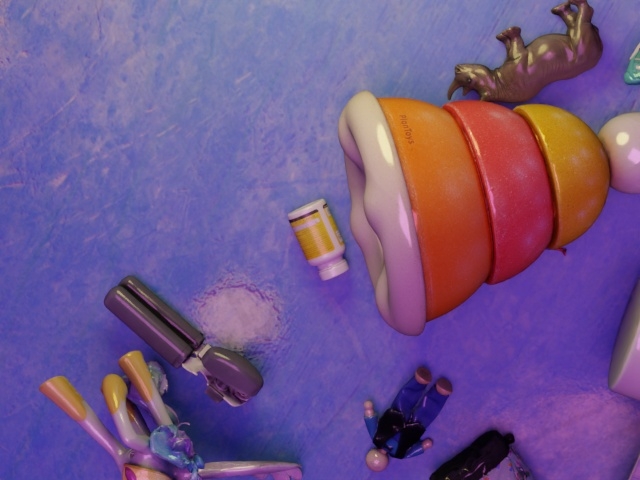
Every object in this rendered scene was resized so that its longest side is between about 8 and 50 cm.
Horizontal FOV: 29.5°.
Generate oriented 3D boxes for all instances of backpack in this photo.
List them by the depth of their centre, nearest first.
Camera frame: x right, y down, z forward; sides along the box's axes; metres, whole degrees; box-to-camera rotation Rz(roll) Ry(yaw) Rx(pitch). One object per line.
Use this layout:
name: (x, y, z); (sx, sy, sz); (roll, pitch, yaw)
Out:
backpack: (0.272, 0.403, 1.868); (0.152, 0.115, 0.182); (-37, 95, 12)

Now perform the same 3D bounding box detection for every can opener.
can opener: (-0.209, 0.151, 1.923); (0.283, 0.076, 0.095); (41, 124, 1)

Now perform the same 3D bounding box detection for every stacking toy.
stacking toy: (0.284, -0.077, 1.714); (0.480, 0.350, 0.350); (-12, 98, -3)

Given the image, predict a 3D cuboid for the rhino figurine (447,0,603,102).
rhino figurine: (0.294, -0.259, 1.764); (0.243, 0.073, 0.106); (-25, 92, 15)

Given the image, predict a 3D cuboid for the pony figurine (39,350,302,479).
pony figurine: (-0.237, 0.354, 1.866); (0.303, 0.351, 0.363); (-36, 73, 11)

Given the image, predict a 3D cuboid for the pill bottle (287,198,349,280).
pill bottle: (0.000, 0.000, 1.868); (0.065, 0.065, 0.116); (-23, 95, 14)

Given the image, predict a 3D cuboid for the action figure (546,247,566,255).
action figure: (0.314, -0.003, 1.830); (0.115, 0.030, 0.038); (10, 107, 11)

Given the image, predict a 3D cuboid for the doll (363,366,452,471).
doll: (0.126, 0.285, 1.907); (0.129, 0.046, 0.189); (29, 111, -5)

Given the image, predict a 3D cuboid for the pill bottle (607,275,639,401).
pill bottle: (0.622, 0.183, 1.706); (0.392, 0.224, 0.224); (18, 103, 6)

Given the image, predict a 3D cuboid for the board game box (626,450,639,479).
board game box: (0.627, 0.412, 1.727); (0.390, 0.050, 0.390); (15, 136, 8)

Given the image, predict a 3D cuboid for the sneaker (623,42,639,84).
sneaker: (0.546, -0.181, 1.686); (0.275, 0.107, 0.110); (42, 105, 12)
